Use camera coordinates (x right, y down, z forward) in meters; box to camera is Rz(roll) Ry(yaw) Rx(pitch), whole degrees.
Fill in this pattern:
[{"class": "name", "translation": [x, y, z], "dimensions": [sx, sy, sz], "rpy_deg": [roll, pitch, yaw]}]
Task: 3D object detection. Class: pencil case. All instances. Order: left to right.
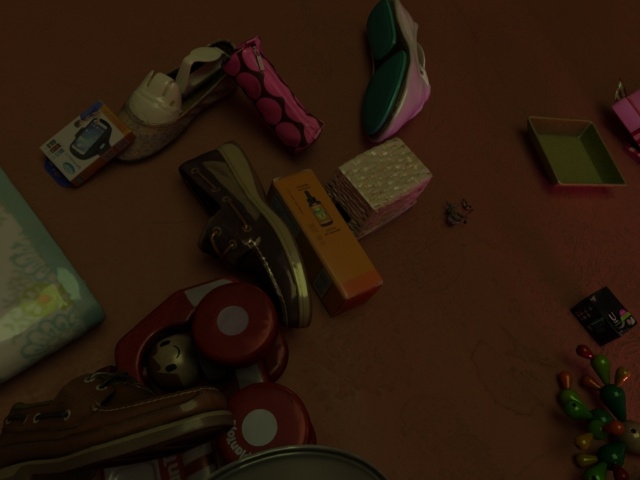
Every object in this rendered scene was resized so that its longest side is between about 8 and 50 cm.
[{"class": "pencil case", "translation": [-0.077, -0.249, 0.927], "dimensions": [0.209, 0.098, 0.095], "rpy_deg": [48, 59, -17]}]

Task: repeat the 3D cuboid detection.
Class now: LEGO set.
[{"class": "LEGO set", "translation": [0.260, -0.050, 1.012], "dimensions": [0.083, 0.023, 0.054], "rpy_deg": [-8, 64, -38]}]

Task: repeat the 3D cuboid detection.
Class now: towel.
[{"class": "towel", "translation": [-0.509, 0.040, 0.657], "dimensions": [0.321, 0.090, 0.374], "rpy_deg": [-34, 75, -29]}]

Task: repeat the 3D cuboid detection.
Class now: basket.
[{"class": "basket", "translation": [0.097, -0.094, 0.930], "dimensions": [0.167, 0.103, 0.113], "rpy_deg": [-31, 74, -32]}]

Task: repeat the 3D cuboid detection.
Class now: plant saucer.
[{"class": "plant saucer", "translation": [0.553, -0.187, 1.177], "dimensions": [0.189, 0.045, 0.188], "rpy_deg": [-1, 60, -20]}]

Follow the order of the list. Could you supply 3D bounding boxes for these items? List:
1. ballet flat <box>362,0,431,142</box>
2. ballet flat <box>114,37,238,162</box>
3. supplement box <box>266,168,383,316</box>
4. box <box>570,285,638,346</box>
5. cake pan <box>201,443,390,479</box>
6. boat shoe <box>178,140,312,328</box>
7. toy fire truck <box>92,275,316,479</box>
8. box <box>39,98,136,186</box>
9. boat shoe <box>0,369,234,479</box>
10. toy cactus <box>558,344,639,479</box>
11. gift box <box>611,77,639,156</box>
[{"class": "ballet flat", "translation": [0.170, -0.351, 1.109], "dimensions": [0.139, 0.139, 0.399], "rpy_deg": [11, 56, -12]}, {"class": "ballet flat", "translation": [-0.249, -0.259, 0.912], "dimensions": [0.108, 0.106, 0.316], "rpy_deg": [34, 56, 4]}, {"class": "supplement box", "translation": [0.000, 0.000, 0.857], "dimensions": [0.078, 0.080, 0.233], "rpy_deg": [-20, 70, -29]}, {"class": "box", "translation": [0.512, 0.136, 0.962], "dimensions": [0.062, 0.052, 0.083], "rpy_deg": [-22, 68, -30]}, {"class": "cake pan", "translation": [-0.035, 0.350, 0.535], "dimensions": [0.294, 0.054, 0.292], "rpy_deg": [-4, 104, -17]}, {"class": "boat shoe", "translation": [-0.123, -0.005, 0.800], "dimensions": [0.123, 0.123, 0.341], "rpy_deg": [-20, 64, -19]}, {"class": "toy fire truck", "translation": [-0.151, 0.200, 0.647], "dimensions": [0.254, 0.169, 0.301], "rpy_deg": [-18, 65, -7]}, {"class": "box", "translation": [-0.366, -0.147, 0.825], "dimensions": [0.136, 0.028, 0.081], "rpy_deg": [-43, 77, -12]}, {"class": "boat shoe", "translation": [-0.232, 0.186, 0.554], "dimensions": [0.308, 0.111, 0.104], "rpy_deg": [-21, 63, 18]}, {"class": "toy cactus", "translation": [0.466, 0.286, 0.836], "dimensions": [0.181, 0.112, 0.218], "rpy_deg": [29, 46, -12]}, {"class": "gift box", "translation": [0.866, -0.324, 1.235], "dimensions": [0.255, 0.258, 0.276], "rpy_deg": [-21, 76, -28]}]
